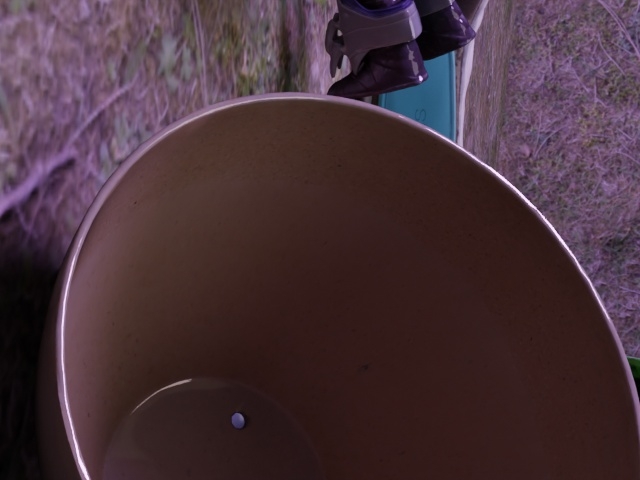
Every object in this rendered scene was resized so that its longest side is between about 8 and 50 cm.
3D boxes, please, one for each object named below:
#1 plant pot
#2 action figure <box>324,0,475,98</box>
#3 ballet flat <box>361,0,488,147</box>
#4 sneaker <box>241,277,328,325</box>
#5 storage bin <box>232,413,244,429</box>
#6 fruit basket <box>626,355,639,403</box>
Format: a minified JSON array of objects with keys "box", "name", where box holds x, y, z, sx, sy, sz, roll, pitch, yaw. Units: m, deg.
[{"box":[-0.016,0.099,0.562,0.191,0.284,0.284,-45,-159,50],"name":"plant pot"},{"box":[0.027,-0.252,0.823,0.185,0.099,0.285,-52,132,-52],"name":"action figure"},{"box":[0.096,-0.228,1.098,0.139,0.139,0.400,-42,142,-69],"name":"ballet flat"},{"box":[0.000,0.000,0.786,0.279,0.118,0.107,-52,147,-64],"name":"sneaker"},{"box":[-0.063,0.177,0.709,0.091,0.098,0.135,-58,177,24],"name":"storage bin"},{"box":[0.077,0.198,0.853,0.392,0.392,0.283,-2,99,-76],"name":"fruit basket"}]
